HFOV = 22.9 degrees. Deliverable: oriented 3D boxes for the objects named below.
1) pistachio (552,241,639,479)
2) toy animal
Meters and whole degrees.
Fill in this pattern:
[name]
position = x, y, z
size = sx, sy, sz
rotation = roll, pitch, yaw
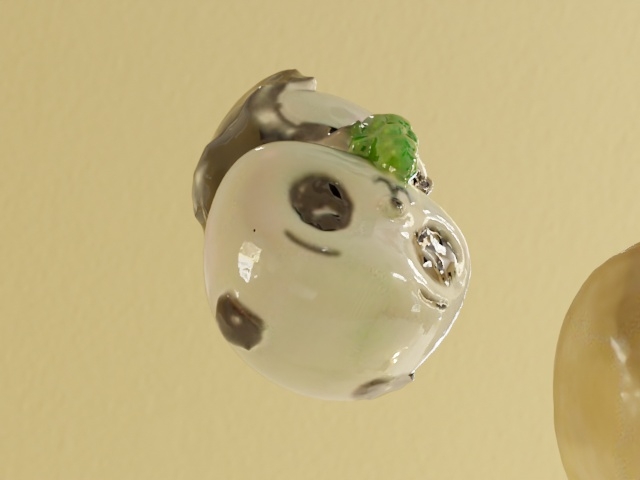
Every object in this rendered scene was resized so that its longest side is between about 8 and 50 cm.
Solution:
[pistachio]
position = 0.345, 0.156, 1.531
size = 0.238, 0.321, 0.229
rotation = -2, -174, 16
[toy animal]
position = 0.006, -0.007, 1.220
size = 0.212, 0.212, 0.267
rotation = 13, -160, -20
